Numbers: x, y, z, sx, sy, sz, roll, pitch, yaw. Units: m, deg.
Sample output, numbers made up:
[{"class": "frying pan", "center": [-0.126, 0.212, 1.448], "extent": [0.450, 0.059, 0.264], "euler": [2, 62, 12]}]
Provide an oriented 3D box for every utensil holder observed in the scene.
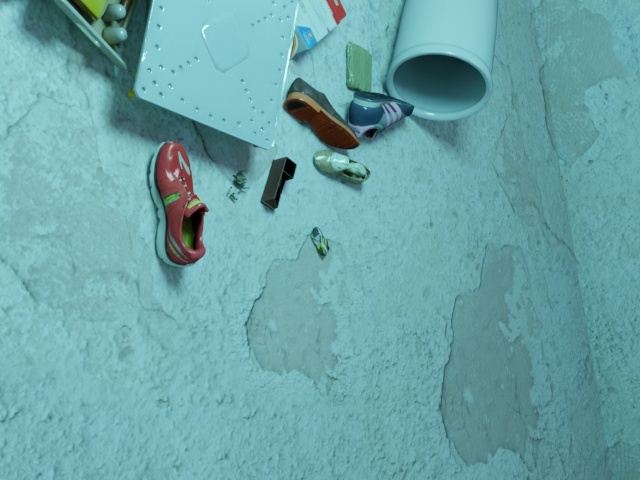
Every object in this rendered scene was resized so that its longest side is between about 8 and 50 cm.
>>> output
[{"class": "utensil holder", "center": [0.396, -0.633, 2.297], "extent": [0.327, 0.327, 0.386], "euler": [35, 55, -39]}]

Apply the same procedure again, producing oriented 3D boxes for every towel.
[{"class": "towel", "center": [0.116, -0.519, 2.175], "extent": [0.110, 0.027, 0.148], "euler": [13, 73, -47]}]

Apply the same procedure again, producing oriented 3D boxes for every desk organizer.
[{"class": "desk organizer", "center": [-0.105, -0.147, 1.838], "extent": [0.047, 0.050, 0.130], "euler": [36, 58, -39]}]

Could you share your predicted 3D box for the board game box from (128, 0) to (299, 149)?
[{"class": "board game box", "center": [-0.227, -0.442, 1.616], "extent": [0.390, 0.050, 0.390], "euler": [17, 80, -46]}]

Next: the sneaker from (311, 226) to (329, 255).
[{"class": "sneaker", "center": [0.000, 0.000, 1.950], "extent": [0.035, 0.031, 0.083], "euler": [-46, 122, -57]}]

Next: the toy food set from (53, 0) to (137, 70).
[{"class": "toy food set", "center": [-0.419, -0.539, 1.474], "extent": [0.220, 0.092, 0.306], "euler": [48, 50, -56]}]

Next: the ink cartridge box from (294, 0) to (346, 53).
[{"class": "ink cartridge box", "center": [-0.033, -0.623, 1.988], "extent": [0.231, 0.078, 0.134], "euler": [-51, 120, -40]}]

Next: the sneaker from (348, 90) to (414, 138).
[{"class": "sneaker", "center": [0.175, -0.375, 2.181], "extent": [0.319, 0.112, 0.131], "euler": [-11, 122, -54]}]

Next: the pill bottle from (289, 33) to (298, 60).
[{"class": "pill bottle", "center": [-0.137, -0.517, 1.845], "extent": [0.152, 0.086, 0.086], "euler": [9, 76, -48]}]

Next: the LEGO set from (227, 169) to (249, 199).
[{"class": "LEGO set", "center": [-0.202, -0.138, 1.754], "extent": [0.083, 0.023, 0.054], "euler": [-47, 116, -27]}]

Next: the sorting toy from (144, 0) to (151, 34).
[{"class": "sorting toy", "center": [-0.275, -0.487, 1.682], "extent": [0.257, 0.089, 0.256], "euler": [13, 74, -47]}]

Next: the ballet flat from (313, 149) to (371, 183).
[{"class": "ballet flat", "center": [0.068, -0.213, 2.033], "extent": [0.206, 0.067, 0.073], "euler": [14, 73, -46]}]

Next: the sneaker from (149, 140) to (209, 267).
[{"class": "sneaker", "center": [-0.292, -0.083, 1.565], "extent": [0.107, 0.118, 0.279], "euler": [-5, 87, -49]}]

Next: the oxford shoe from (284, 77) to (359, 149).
[{"class": "oxford shoe", "center": [0.018, -0.347, 1.985], "extent": [0.271, 0.097, 0.098], "euler": [36, 52, -38]}]
